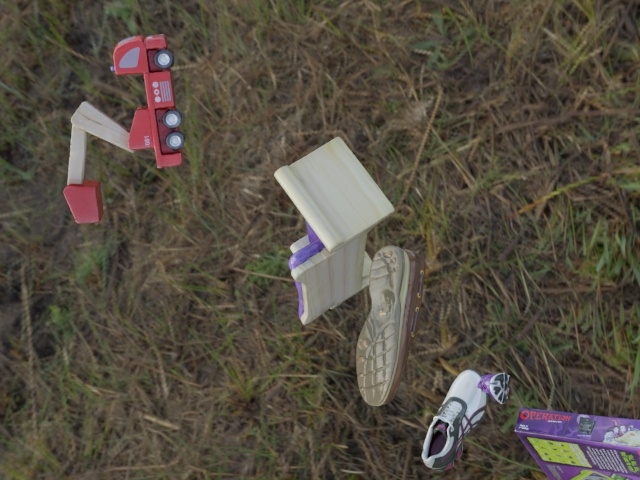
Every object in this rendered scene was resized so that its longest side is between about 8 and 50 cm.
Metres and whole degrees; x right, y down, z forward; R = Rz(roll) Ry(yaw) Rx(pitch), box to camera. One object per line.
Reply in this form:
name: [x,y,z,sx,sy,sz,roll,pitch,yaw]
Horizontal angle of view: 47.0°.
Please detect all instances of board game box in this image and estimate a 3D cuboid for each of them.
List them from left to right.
board game box: [0.464,0.371,1.174,0.208,0.347,0.056,3,55,37]

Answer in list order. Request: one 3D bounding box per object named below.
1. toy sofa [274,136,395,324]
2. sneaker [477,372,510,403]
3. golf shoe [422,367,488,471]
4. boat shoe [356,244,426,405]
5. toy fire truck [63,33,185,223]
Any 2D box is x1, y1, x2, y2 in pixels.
toy sofa: [0.000,0.000,1.218,0.177,0.362,0.150,-32,73,-9]
sneaker: [0.389,0.333,1.667,0.071,0.170,0.068,2,78,19]
golf shoe: [0.336,0.446,1.835,0.105,0.120,0.273,20,82,29]
boat shoe: [0.085,0.096,0.819,0.064,0.060,0.178,7,87,54]
toy fire truck: [-0.218,-0.121,0.802,0.135,0.047,0.192,-8,105,-8]
